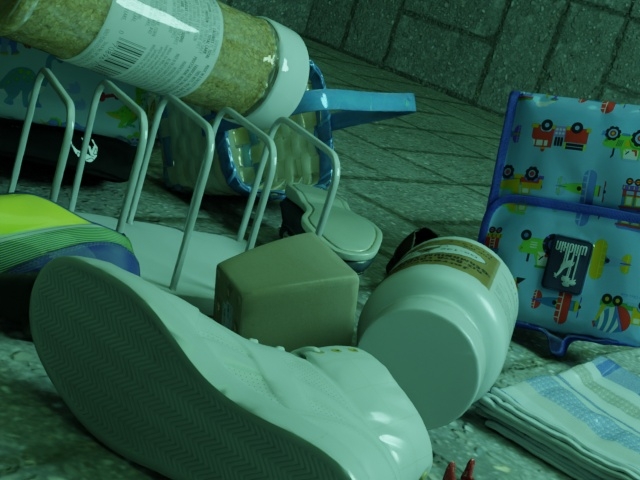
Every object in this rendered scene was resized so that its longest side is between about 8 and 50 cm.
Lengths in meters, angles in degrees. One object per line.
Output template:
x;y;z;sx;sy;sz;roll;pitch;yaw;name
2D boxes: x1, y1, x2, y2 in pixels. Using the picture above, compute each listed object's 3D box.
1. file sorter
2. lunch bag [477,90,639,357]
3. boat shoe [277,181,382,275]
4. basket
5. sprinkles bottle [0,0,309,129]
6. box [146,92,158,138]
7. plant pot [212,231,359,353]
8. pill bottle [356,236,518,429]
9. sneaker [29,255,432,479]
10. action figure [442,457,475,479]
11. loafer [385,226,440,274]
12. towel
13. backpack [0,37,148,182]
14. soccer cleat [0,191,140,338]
-0.151;-0.047;1.036;0.277;0.173;0.193;9;17;-27;file sorter
0.301;-0.005;1.230;0.221;0.293;0.138;10;-17;25;lunch bag
0.000;0.000;1.214;0.095;0.079;0.254;9;15;-22;boat shoe
-0.053;-0.151;1.358;0.289;0.201;0.254;-4;1;32;basket
-0.170;-0.212;1.080;0.355;0.121;0.121;15;13;-46;sprinkles bottle
-0.262;-0.181;1.494;0.063;0.067;0.324;18;6;5;box
-0.037;0.062;0.922;0.096;0.109;0.109;-3;22;-22;plant pot
0.103;0.080;0.947;0.131;0.131;0.229;20;16;10;pill bottle
-0.059;0.104;0.759;0.292;0.108;0.169;35;19;21;sneaker
0.140;0.197;0.779;0.038;0.030;0.115;10;18;-44;action figure
0.128;0.039;1.217;0.080;0.078;0.220;12;16;-19;loafer
0.292;0.178;1.002;0.209;0.034;0.285;29;19;34;towel
-0.298;-0.261;1.190;0.290;0.356;0.273;12;-1;-28;backpack
-0.282;-0.001;0.838;0.289;0.093;0.121;19;37;-20;soccer cleat
